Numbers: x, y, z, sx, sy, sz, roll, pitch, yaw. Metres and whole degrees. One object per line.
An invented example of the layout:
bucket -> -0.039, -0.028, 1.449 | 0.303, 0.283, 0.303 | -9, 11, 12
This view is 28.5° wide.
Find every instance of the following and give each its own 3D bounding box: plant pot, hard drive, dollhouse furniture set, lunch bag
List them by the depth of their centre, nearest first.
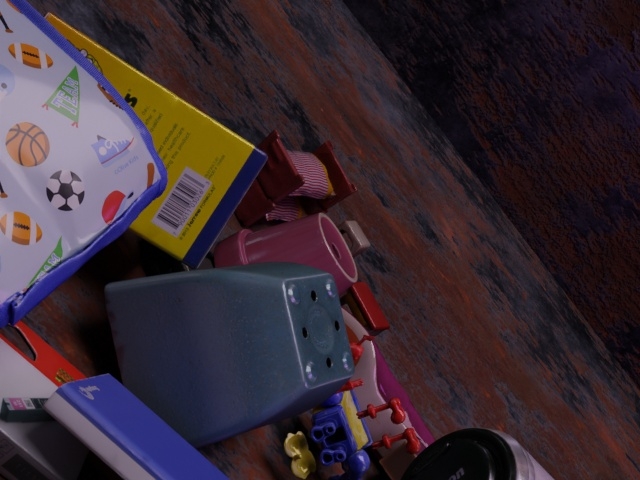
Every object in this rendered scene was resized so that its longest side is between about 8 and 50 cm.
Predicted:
lunch bag -> -0.413, -0.100, 1.457 | 0.385, 0.239, 0.328 | 40, 49, 4
hard drive -> -0.171, 0.281, 1.499 | 0.319, 0.040, 0.210 | 40, 2, 6
plant pot -> -0.102, 0.146, 1.719 | 0.248, 0.252, 0.247 | -5, 82, -61
plant pot -> -0.047, 0.051, 2.056 | 0.201, 0.180, 0.201 | 57, 14, -23
dollhouse furniture set -> 0.000, 0.000, 2.281 | 0.201, 0.152, 0.374 | 0, 57, -60

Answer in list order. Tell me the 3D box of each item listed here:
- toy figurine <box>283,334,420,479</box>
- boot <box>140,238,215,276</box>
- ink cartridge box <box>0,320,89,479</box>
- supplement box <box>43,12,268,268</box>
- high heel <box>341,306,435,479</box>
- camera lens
toy figurine -> 0.063, 0.308, 1.947 | 0.217, 0.191, 0.362 | -36, 104, -81
boot -> -0.196, 0.074, 1.946 | 0.137, 0.077, 0.197 | 34, 32, -45
ink cartridge box -> -0.383, 0.154, 1.528 | 0.275, 0.060, 0.239 | 45, 27, -18
supplement box -> -0.284, -0.143, 1.771 | 0.357, 0.195, 0.194 | 32, 1, -16
high heel -> 0.091, 0.273, 2.170 | 0.377, 0.127, 0.181 | 64, 11, 17
camera lens -> 0.247, 0.408, 1.750 | 0.274, 0.219, 0.219 | 45, 25, -32
